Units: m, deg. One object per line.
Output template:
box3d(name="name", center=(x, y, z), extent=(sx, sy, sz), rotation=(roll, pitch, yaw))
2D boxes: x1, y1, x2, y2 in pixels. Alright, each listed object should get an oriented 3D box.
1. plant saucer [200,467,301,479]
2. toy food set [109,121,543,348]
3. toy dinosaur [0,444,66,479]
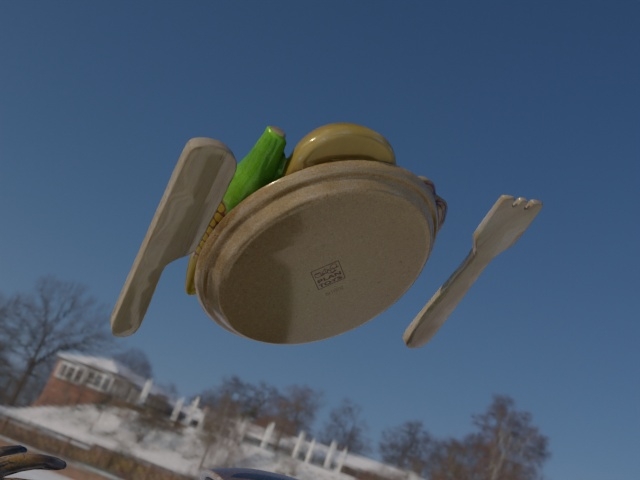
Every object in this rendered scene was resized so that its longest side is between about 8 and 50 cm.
box3d(name="plant saucer", center=(0.035, 0.245, 0.461), extent=(0.311, 0.050, 0.311), rotation=(50, -21, 28))
box3d(name="toy food set", center=(0.000, 0.000, 0.424), extent=(0.192, 0.039, 0.132), rotation=(8, -49, -33))
box3d(name="toy dinosaur", center=(-0.204, 0.209, 0.537), extent=(0.127, 0.201, 0.296), rotation=(-2, -12, -4))
